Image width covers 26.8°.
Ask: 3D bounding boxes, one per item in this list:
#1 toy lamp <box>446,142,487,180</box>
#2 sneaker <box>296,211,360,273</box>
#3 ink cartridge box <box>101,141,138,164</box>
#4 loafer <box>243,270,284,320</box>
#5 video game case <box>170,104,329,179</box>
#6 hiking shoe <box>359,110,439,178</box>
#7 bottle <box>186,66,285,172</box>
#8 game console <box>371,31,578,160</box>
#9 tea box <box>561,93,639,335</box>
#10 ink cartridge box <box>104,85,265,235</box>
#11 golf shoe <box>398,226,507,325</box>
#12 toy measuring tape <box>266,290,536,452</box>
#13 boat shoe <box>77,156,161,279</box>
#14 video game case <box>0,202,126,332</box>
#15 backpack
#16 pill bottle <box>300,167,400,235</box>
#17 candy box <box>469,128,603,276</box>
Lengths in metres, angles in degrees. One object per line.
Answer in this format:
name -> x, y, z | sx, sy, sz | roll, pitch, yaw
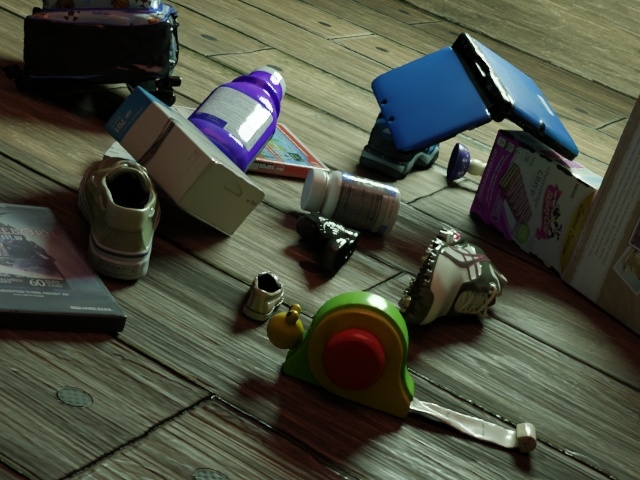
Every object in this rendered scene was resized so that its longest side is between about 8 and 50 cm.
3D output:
toy lamp -> 0.367, -0.103, 2.422 | 0.274, 0.080, 0.080 | 14, 20, -5
sneaker -> 0.001, -0.002, 1.868 | 0.089, 0.051, 0.170 | 23, 16, 9
ink cartridge box -> -0.282, -0.115, 1.927 | 0.048, 0.028, 0.083 | 19, 20, -1
loafer -> -0.065, 0.060, 1.654 | 0.045, 0.039, 0.125 | 19, 20, 1
video game case -> -0.149, -0.163, 2.178 | 0.285, 0.025, 0.204 | 7, 23, -29
hiking shoe -> 0.166, -0.203, 2.410 | 0.113, 0.132, 0.304 | 23, 21, 8
bottle -> -0.129, -0.183, 2.063 | 0.118, 0.092, 0.283 | 31, 35, 0
game console -> 0.250, -0.205, 2.216 | 0.250, 0.173, 0.293 | 31, 22, -24
tea box -> 0.601, -0.029, 2.070 | 0.323, 0.329, 0.220 | 2, 26, -40
ink cartridge box -> -0.184, -0.108, 1.825 | 0.191, 0.082, 0.139 | 46, 7, 34
golf shoe -> 0.184, 0.057, 1.804 | 0.120, 0.105, 0.273 | 30, 22, 7
toy measuring tape -> 0.101, 0.136, 1.503 | 0.330, 0.121, 0.121 | 19, 20, -1
boat shoe -> -0.244, -0.050, 1.697 | 0.109, 0.094, 0.302 | 13, 21, -17
video game case -> -0.356, 0.022, 1.512 | 0.196, 0.026, 0.274 | 5, 25, -34
backpack -> -0.351, -0.339, 2.184 | 0.276, 0.213, 0.263 | 6, 8, -3
pill bottle -> 0.044, -0.060, 2.009 | 0.137, 0.078, 0.078 | 15, 20, -13
candy box -> 0.362, -0.063, 2.190 | 0.071, 0.159, 0.233 | -1, 28, -40
